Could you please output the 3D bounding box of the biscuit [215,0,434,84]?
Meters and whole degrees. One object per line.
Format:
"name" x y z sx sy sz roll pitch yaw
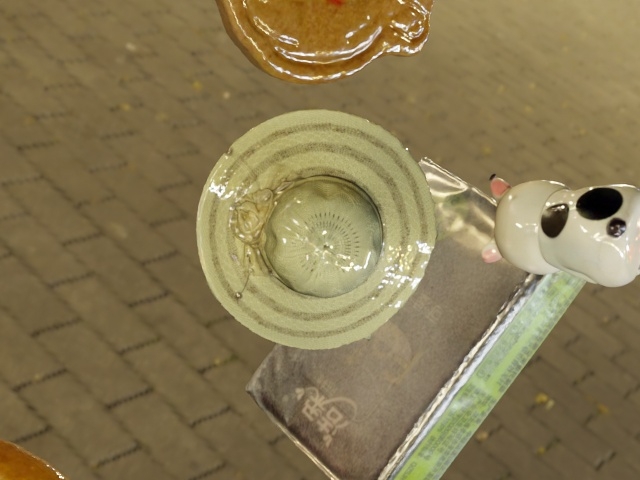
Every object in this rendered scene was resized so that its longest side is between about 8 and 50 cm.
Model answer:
"biscuit" 0.009 -0.278 1.225 0.257 0.273 0.049 -10 11 -31

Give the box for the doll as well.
"doll" 0.270 -0.012 1.497 0.181 0.110 0.107 6 -11 45

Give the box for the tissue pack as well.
"tissue pack" 0.117 0.120 1.737 0.124 0.394 0.288 35 3 -42

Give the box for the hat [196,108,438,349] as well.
"hat" 0.000 0.000 1.357 0.252 0.252 0.110 27 7 -7

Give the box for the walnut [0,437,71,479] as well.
"walnut" -0.276 0.252 1.266 0.207 0.115 0.116 26 23 18
